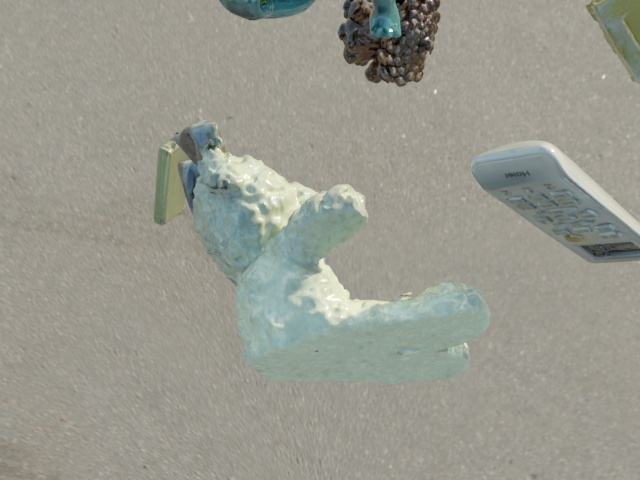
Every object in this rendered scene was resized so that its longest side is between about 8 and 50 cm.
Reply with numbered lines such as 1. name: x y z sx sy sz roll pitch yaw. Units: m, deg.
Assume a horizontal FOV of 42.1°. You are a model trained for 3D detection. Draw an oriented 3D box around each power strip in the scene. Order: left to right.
1. power strip: -0.256 -0.111 1.431 0.028 0.169 0.076 22 32 16

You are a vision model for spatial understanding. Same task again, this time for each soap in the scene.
1. soap: 0.705 -0.467 1.611 0.315 0.091 0.199 -31 101 18

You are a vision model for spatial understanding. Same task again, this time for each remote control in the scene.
1. remote control: 0.308 -0.044 1.006 0.109 0.313 0.055 -7 65 43

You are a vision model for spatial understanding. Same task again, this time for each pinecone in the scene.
1. pinecone: 0.108 -0.337 1.316 0.150 0.195 0.179 11 109 -9

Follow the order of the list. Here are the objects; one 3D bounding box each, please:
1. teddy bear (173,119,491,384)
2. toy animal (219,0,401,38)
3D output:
1. teddy bear: 0.000 0.000 1.124 0.375 0.327 0.362 -5 59 -7
2. toy animal: -0.016 -0.147 0.394 0.100 0.208 0.103 8 91 23
